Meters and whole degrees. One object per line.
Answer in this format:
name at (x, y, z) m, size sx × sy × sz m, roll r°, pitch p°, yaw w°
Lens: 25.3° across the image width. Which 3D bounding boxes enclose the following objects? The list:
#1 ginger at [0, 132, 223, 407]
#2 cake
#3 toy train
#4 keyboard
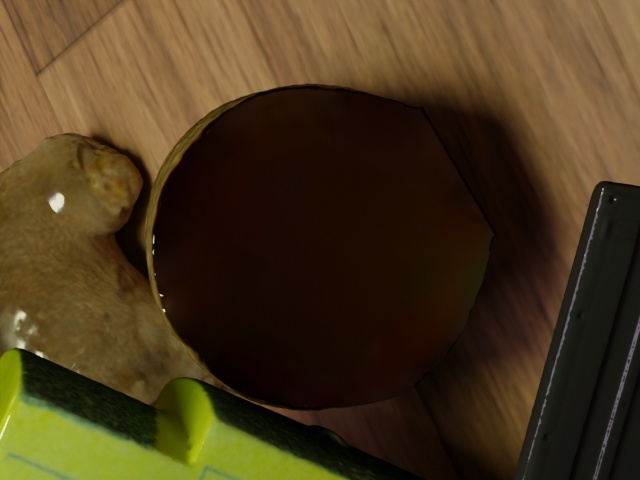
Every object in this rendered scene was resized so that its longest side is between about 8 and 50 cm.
ginger at (-0.187, 0.040, 1.072) m, size 0.276 × 0.130 × 0.221 m, roll 28°, pitch 86°, yaw 12°
cake at (0.000, 0.000, 0.858) m, size 0.208 × 0.178 × 0.185 m, roll 0°, pitch 95°, yaw 6°
toy train at (-0.056, 0.230, 0.817) m, size 0.272 × 0.442 × 0.179 m, roll -65°, pitch 16°, yaw -3°
keyboard at (0.163, 0.055, 0.733) m, size 0.041 × 0.103 × 0.381 m, roll -119°, pitch 40°, yaw -60°
